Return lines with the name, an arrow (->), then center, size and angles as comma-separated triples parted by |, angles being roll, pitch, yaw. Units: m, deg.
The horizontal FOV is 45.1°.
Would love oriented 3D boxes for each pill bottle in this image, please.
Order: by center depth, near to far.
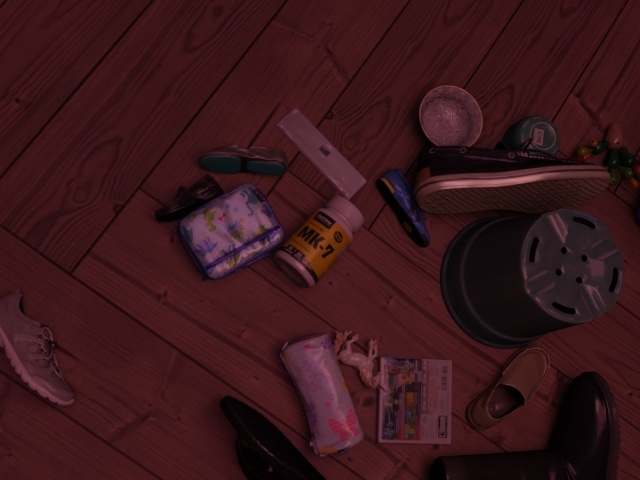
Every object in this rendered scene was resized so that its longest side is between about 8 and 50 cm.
pill bottle -> 0.000, 0.000, 1.807 | 0.119, 0.119, 0.208 | 43, 73, -4

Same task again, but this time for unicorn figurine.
unicorn figurine -> 0.097, 0.280, 1.821 | 0.162, 0.060, 0.111 | 20, 76, 7

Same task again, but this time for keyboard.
keyboard -> 0.004, -0.214, 1.901 | 0.256, 0.014, 0.072 | 46, 68, -3

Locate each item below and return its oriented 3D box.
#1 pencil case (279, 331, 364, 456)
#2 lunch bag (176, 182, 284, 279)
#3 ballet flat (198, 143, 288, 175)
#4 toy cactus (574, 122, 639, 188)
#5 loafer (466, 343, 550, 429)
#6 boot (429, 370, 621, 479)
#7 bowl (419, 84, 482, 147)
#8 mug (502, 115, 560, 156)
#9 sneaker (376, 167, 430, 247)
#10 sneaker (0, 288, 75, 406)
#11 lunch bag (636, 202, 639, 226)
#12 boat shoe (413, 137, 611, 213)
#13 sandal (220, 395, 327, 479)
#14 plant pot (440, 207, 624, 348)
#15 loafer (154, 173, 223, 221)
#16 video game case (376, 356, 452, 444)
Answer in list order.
pencil case -> 0.003, 0.347, 1.753 | 0.124, 0.113, 0.273 | -19, 86, 4
lunch bag -> -0.204, -0.017, 1.776 | 0.219, 0.090, 0.176 | -29, 92, -16
ballet flat -> -0.183, -0.195, 1.830 | 0.213, 0.072, 0.068 | 5, 52, -14
toy cactus -> 0.782, -0.235, 2.058 | 0.219, 0.112, 0.180 | 14, 68, -3
loafer -> 0.474, 0.359, 1.876 | 0.268, 0.092, 0.102 | -44, 93, -16
boot -> 0.471, 0.508, 1.816 | 0.445, 0.146, 0.366 | -3, 89, -11
bowl -> 0.316, -0.299, 1.955 | 0.170, 0.080, 0.170 | 2, 80, -14
mug -> 0.559, -0.246, 1.997 | 0.129, 0.097, 0.157 | -37, 90, -17
sneaker -> 0.225, -0.085, 1.903 | 0.082, 0.069, 0.209 | -32, 89, -20
sneaker -> -0.600, 0.226, 1.626 | 0.115, 0.105, 0.281 | -38, 91, -17
lunch bag -> 0.993, -0.182, 1.944 | 0.239, 0.385, 0.327 | 35, 74, -1
boat shoe -> 0.467, -0.163, 1.888 | 0.500, 0.186, 0.156 | -2, 60, -7
sandal -> -0.075, 0.524, 1.684 | 0.107, 0.167, 0.446 | -44, 93, 1
plant pot -> 0.505, 0.078, 1.807 | 0.341, 0.334, 0.341 | 3, 80, -14
loafer -> -0.311, -0.096, 1.781 | 0.170, 0.062, 0.061 | -27, 79, -26
video game case -> 0.226, 0.383, 1.848 | 0.184, 0.023, 0.201 | 5, 81, -13
